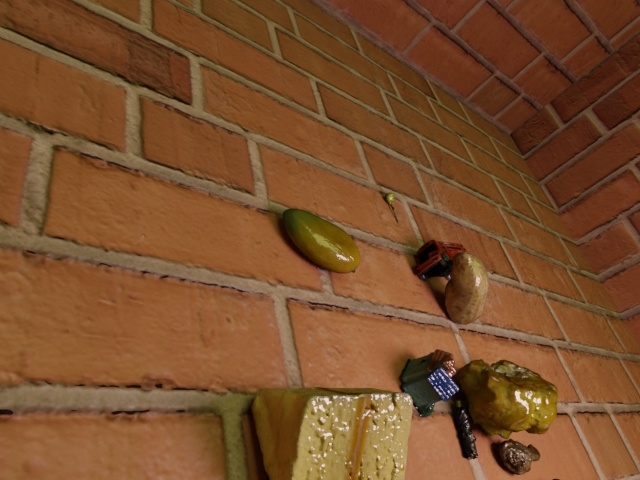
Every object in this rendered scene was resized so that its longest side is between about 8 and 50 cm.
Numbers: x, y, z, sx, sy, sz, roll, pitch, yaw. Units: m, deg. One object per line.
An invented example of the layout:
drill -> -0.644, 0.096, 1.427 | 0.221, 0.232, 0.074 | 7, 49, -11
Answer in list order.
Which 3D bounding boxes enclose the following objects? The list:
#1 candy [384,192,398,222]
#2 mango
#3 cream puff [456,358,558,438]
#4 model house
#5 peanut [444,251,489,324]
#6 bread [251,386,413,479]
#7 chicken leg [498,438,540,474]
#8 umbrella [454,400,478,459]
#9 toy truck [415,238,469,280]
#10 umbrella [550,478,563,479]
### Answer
candy -> 0.259, -0.116, 1.684 | 0.035, 0.035, 0.122 | -9, 69, -15
mango -> 0.001, 0.005, 1.242 | 0.238, 0.091, 0.137 | 26, 35, -19
cream puff -> 0.496, 0.436, 1.283 | 0.282, 0.184, 0.282 | 11, 7, -1
model house -> 0.297, 0.339, 1.184 | 0.119, 0.149, 0.148 | 51, 37, 2
peanut -> 0.457, 0.151, 1.488 | 0.122, 0.253, 0.137 | -26, 42, -33
bread -> 0.011, 0.395, 0.872 | 0.264, 0.198, 0.235 | 12, 74, -34
chicken leg -> 0.552, 0.592, 1.295 | 0.198, 0.069, 0.085 | 21, 19, -43
umbrella -> 0.375, 0.487, 1.220 | 0.040, 0.037, 0.143 | 18, 47, -29
toy truck -> 0.411, 0.065, 1.601 | 0.253, 0.107, 0.114 | 6, 52, -45
umbrella -> 0.565, 0.677, 1.198 | 0.326, 0.090, 0.094 | 8, 55, -42
